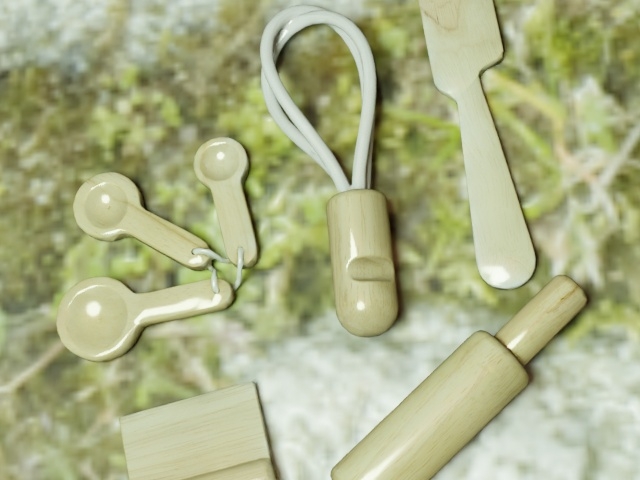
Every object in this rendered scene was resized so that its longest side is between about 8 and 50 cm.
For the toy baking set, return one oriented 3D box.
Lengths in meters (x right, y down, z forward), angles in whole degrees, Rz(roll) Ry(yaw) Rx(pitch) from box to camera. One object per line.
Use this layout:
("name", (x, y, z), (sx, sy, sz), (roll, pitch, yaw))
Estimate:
("toy baking set", (0.003, 0.006, 0.626), (0.256, 0.030, 0.196), (-39, 72, -3))
